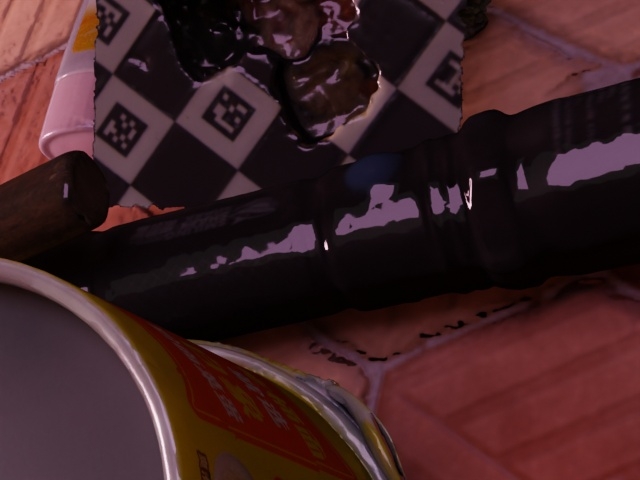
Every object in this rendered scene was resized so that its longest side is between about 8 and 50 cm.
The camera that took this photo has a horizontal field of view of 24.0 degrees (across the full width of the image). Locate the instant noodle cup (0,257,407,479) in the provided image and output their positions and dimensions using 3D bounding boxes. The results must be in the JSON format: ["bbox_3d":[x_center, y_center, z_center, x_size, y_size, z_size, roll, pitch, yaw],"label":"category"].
[{"bbox_3d":[-0.121,0.149,0.644,0.311,0.221,0.311,-6,66,15],"label":"instant noodle cup"}]

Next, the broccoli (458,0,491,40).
[{"bbox_3d":[0.023,-0.173,0.931,0.204,0.122,0.118,-28,35,19],"label":"broccoli"}]

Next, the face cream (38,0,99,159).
[{"bbox_3d":[-0.120,-0.135,0.971,0.084,0.057,0.198,3,58,13],"label":"face cream"}]

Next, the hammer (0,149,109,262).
[{"bbox_3d":[-0.302,0.057,0.857,0.440,0.044,0.168,-23,54,22],"label":"hammer"}]

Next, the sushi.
[{"bbox_3d":[-0.021,-0.131,0.879,0.220,0.047,0.231,3,96,12],"label":"sushi"}]

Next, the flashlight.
[{"bbox_3d":[0.000,0.000,0.812,0.424,0.103,0.103,-12,54,14],"label":"flashlight"}]
